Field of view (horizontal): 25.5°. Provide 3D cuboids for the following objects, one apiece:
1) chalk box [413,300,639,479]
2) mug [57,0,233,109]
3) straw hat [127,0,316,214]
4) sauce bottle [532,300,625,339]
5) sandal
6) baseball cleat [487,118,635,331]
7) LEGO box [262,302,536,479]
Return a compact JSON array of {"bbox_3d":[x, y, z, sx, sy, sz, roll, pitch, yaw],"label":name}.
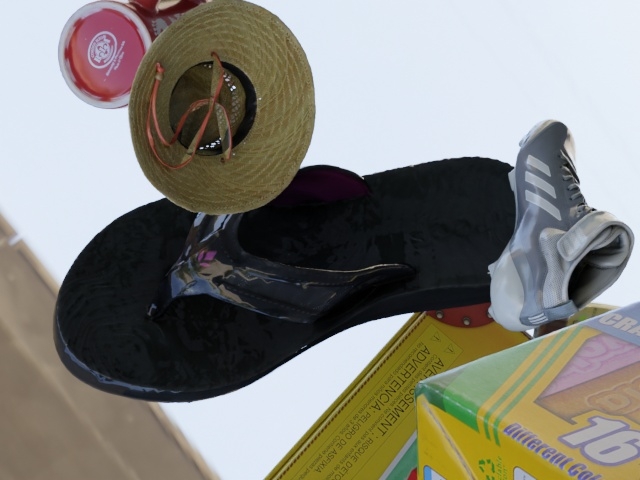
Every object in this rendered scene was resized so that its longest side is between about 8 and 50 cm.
[{"bbox_3d":[0.152,0.093,0.455,0.213,0.132,0.132,-16,-64,-30],"label":"chalk box"},{"bbox_3d":[-0.153,-0.186,1.251,0.169,0.113,0.150,-27,-63,-67],"label":"mug"},{"bbox_3d":[-0.077,-0.085,0.903,0.144,0.061,0.144,-6,-81,-39],"label":"straw hat"},{"bbox_3d":[0.389,0.133,1.451,0.111,0.344,0.111,8,-90,-73],"label":"sauce bottle"},{"bbox_3d":[0.000,-0.002,1.109,0.446,0.107,0.167,-16,-118,-28],"label":"sandal"},{"bbox_3d":[0.190,-0.017,1.064,0.072,0.109,0.206,47,-135,-35],"label":"baseball cleat"},{"bbox_3d":[0.090,0.335,1.252,0.372,0.193,0.500,42,-119,7],"label":"LEGO box"}]
